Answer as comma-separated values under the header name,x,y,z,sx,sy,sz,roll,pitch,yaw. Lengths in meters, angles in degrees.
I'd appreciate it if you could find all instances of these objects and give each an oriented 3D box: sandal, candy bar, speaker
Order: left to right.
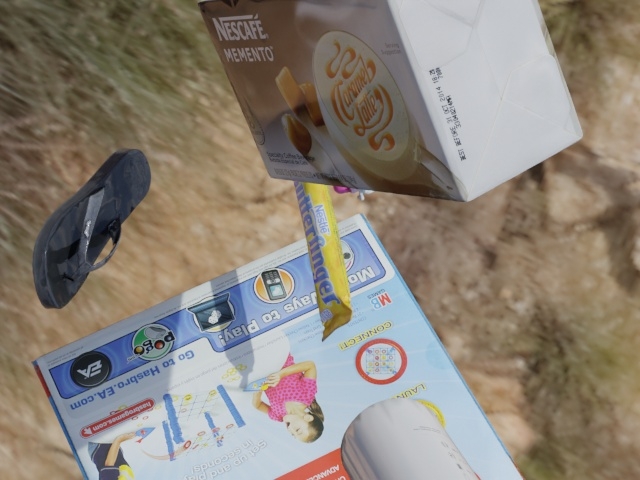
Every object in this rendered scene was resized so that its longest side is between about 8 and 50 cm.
name,x,y,z,sx,sy,sz,roll,pitch,yaw
sandal,-0.276,-0.022,1.899,0.254,0.055,0.097,-61,144,-35
candy bar,0.000,0.000,1.182,0.018,0.161,0.040,8,145,-32
speaker,0.053,0.127,0.714,0.055,0.136,0.055,-6,115,-14

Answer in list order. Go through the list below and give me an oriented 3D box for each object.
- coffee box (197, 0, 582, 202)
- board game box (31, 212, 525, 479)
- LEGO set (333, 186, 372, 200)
name,x,y,z,sx,sy,sz,roll,pitch,yaw
coffee box,0.036,-0.112,0.975,0.098,0.246,0.141,-29,109,-23
board game box,-0.032,0.169,1.242,0.308,0.302,0.086,-24,150,-10
LEGO set,-0.018,-0.168,1.664,0.107,0.132,0.287,-32,98,-20
